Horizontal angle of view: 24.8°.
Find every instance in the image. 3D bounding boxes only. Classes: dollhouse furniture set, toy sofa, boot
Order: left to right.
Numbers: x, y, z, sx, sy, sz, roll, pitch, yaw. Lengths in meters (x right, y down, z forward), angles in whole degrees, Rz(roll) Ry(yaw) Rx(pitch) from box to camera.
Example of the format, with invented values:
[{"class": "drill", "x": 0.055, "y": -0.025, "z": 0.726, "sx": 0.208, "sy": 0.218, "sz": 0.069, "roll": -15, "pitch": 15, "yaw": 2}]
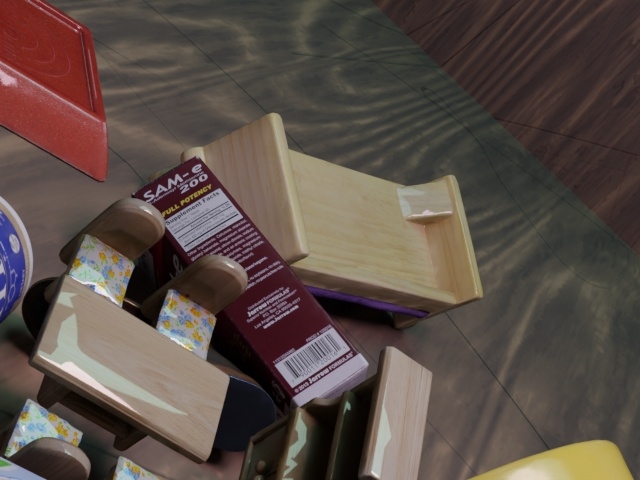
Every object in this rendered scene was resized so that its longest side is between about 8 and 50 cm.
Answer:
[{"class": "boot", "x": -0.142, "y": 0.088, "z": 1.138, "sx": 0.219, "sy": 0.082, "sz": 0.106, "roll": 34, "pitch": 2, "yaw": -21}, {"class": "dollhouse furniture set", "x": -0.071, "y": 0.103, "z": 0.971, "sx": 0.242, "sy": 0.161, "sz": 0.212, "roll": 35, "pitch": 43, "yaw": -22}, {"class": "toy sofa", "x": 0.000, "y": 0.000, "z": 1.507, "sx": 0.362, "sy": 0.177, "sz": 0.150, "roll": 14, "pitch": 58, "yaw": -54}]

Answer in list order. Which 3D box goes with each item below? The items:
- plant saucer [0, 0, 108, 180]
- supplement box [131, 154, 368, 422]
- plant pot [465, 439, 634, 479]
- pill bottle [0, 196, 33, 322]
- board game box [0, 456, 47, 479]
[{"class": "plant saucer", "x": -0.312, "y": -0.197, "z": 1.422, "sx": 0.259, "sy": 0.048, "sz": 0.258, "roll": 32, "pitch": 22, "yaw": -30}, {"class": "supplement box", "x": -0.063, "y": 0.059, "z": 1.227, "sx": 0.239, "sy": 0.073, "sz": 0.130, "roll": 50, "pitch": -21, "yaw": 21}, {"class": "plant pot", "x": 0.135, "y": 0.294, "z": 0.983, "sx": 0.254, "sy": 0.254, "sz": 0.239, "roll": 10, "pitch": 51, "yaw": -57}, {"class": "pill bottle", "x": -0.264, "y": 0.035, "z": 0.919, "sx": 0.112, "sy": 0.112, "sz": 0.187, "roll": 41, "pitch": 20, "yaw": -4}, {"class": "board game box", "x": -0.204, "y": 0.148, "z": 0.767, "sx": 0.211, "sy": 0.039, "sz": 0.160, "roll": 20, "pitch": 8, "yaw": 27}]
